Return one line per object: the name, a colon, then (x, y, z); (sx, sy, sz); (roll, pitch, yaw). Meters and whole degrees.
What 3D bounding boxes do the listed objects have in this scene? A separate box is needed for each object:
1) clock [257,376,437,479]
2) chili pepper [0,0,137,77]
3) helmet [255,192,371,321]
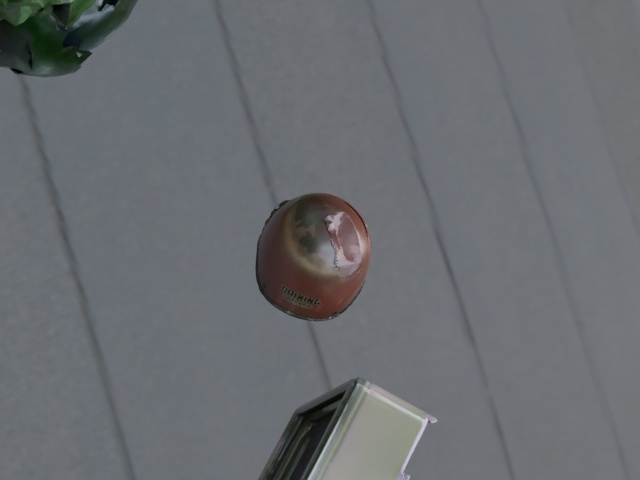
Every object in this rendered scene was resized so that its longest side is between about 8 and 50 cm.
clock: (0.002, 0.189, 1.153); (0.071, 0.192, 0.147); (31, 71, -6)
chili pepper: (-0.143, -0.141, 0.359); (0.249, 0.233, 0.256); (-33, 88, -34)
helmet: (0.001, -0.002, 0.842); (0.065, 0.049, 0.084); (17, 55, -7)
